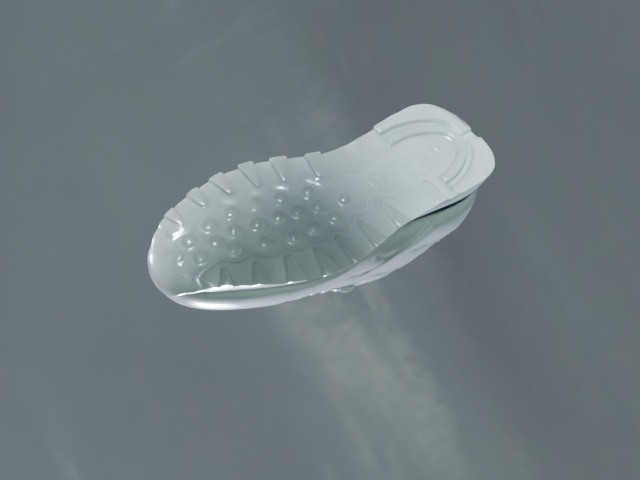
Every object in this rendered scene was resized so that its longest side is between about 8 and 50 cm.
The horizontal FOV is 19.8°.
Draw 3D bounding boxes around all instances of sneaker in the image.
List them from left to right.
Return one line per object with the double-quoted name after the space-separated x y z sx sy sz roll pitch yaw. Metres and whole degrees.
0.000 0.000 1.087 0.090 0.235 0.095 56 145 23 "sneaker"
